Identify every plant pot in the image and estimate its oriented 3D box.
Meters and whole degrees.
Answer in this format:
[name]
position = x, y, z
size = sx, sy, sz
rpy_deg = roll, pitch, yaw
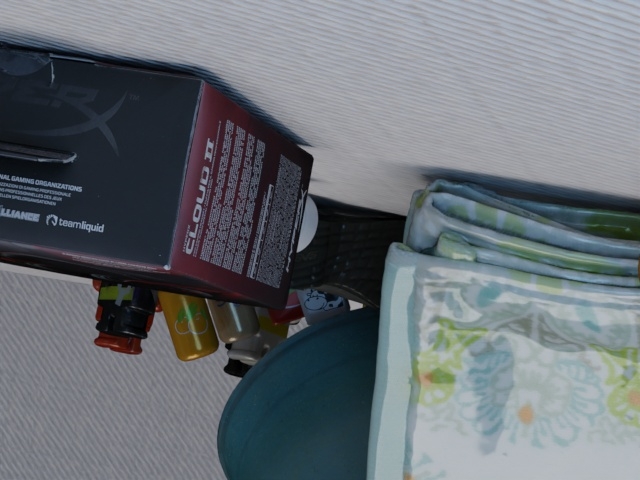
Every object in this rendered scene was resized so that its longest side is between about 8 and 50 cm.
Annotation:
[plant pot]
position = 0.071, 0.237, 1.691
size = 0.272, 0.271, 0.255
rpy_deg = 12, -145, -28

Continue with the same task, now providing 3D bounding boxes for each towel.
[towel]
position = 0.196, 0.128, 1.406
size = 0.320, 0.090, 0.374
rpy_deg = 9, 134, 6

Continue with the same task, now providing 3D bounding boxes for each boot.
[boot]
position = 0.000, 0.000, 1.679
size = 0.246, 0.083, 0.161
rpy_deg = 12, -173, -31

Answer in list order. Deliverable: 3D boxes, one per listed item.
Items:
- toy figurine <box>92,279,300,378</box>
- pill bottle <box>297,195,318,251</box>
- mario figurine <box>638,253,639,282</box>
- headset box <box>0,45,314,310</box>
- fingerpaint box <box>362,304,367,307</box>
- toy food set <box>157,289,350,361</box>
[toy figurine]
position = -0.119, 0.043, 1.956
size = 0.213, 0.148, 0.209
rpy_deg = 12, 169, -2
[pill bottle]
position = -0.057, -0.023, 1.450
size = 0.065, 0.065, 0.116
rpy_deg = 5, 173, 42
[mario figurine]
position = 0.316, 0.062, 1.086
size = 0.198, 0.170, 0.320
rpy_deg = 17, 172, -40
[headset box]
position = -0.147, -0.038, 1.176
size = 0.218, 0.110, 0.293
rpy_deg = 9, 175, 13
[fingerpaint box]
position = 0.241, 0.221, 1.983
size = 0.445, 0.163, 0.371
rpy_deg = 10, 135, 2
[toy food set]
position = -0.029, 0.023, 1.784
size = 0.232, 0.104, 0.111
rpy_deg = -18, -177, 4
